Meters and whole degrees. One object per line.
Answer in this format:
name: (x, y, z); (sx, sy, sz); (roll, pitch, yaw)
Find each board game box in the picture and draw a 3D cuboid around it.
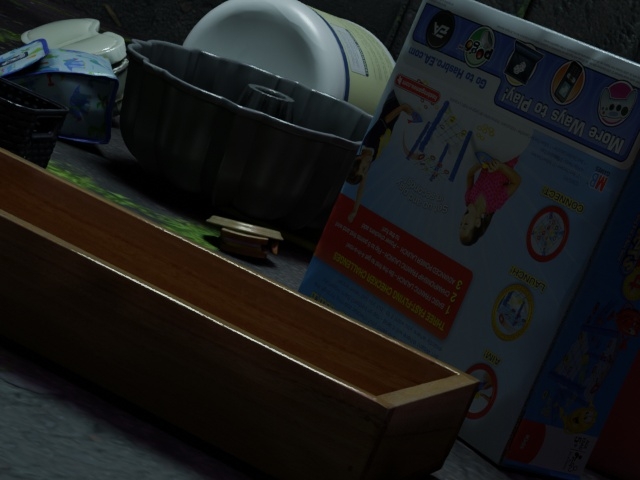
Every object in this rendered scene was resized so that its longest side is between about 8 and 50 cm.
board game box: (0.139, -0.016, 1.346); (0.086, 0.302, 0.308); (17, 10, -37)

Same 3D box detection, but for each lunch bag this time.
lunch bag: (-0.306, -0.170, 1.920); (0.151, 0.096, 0.129); (6, 14, -13)

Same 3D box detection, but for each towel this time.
towel: (0.000, 0.000, 1.872); (0.237, 0.021, 0.102); (24, 7, 13)

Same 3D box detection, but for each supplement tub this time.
supplement tub: (-0.028, -0.196, 2.325); (0.235, 0.235, 0.325); (26, 8, 21)

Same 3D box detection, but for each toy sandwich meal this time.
toy sandwich meal: (-0.074, -0.002, 1.661); (0.085, 0.029, 0.085); (14, 1, 0)

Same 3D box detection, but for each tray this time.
tray: (-0.119, 0.040, 1.096); (0.411, 0.076, 0.203); (26, 8, 18)

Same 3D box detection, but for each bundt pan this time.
bundt pan: (-0.073, -0.105, 1.878); (0.331, 0.124, 0.331); (20, 11, -4)

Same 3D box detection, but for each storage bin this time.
storage bin: (-0.321, -0.108, 1.472); (0.180, 0.084, 0.122); (25, 8, 8)

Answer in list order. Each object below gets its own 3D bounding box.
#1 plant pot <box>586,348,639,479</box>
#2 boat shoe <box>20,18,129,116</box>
plant pot: (0.278, 0.058, 1.459); (0.275, 0.243, 0.275); (23, 8, -3)
boat shoe: (-0.319, -0.231, 2.273); (0.109, 0.091, 0.305); (-20, 21, -16)
